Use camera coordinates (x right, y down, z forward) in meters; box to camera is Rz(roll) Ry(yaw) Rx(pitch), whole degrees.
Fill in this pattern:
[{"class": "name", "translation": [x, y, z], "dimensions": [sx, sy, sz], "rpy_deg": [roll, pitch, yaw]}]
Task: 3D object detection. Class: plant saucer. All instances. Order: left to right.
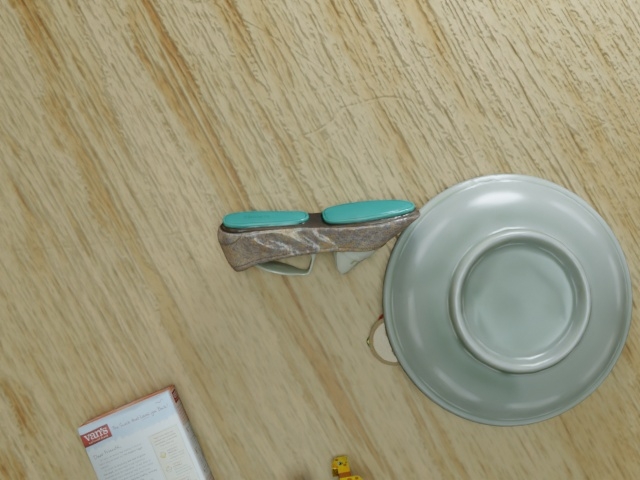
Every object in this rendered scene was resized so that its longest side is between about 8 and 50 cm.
[{"class": "plant saucer", "translation": [0.298, 0.092, 1.425], "dimensions": [0.400, 0.100, 0.401], "rpy_deg": [0, 88, -3]}]

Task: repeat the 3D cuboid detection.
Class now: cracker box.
[{"class": "cracker box", "translation": [-0.261, 0.364, 1.454], "dimensions": [0.155, 0.067, 0.232], "rpy_deg": [-22, 91, -1]}]

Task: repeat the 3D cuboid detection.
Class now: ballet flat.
[{"class": "ballet flat", "translation": [0.000, 0.000, 1.448], "dimensions": [0.316, 0.107, 0.106], "rpy_deg": [-4, 110, 5]}]

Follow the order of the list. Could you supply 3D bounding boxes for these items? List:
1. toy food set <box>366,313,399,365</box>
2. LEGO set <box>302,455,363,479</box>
[{"class": "toy food set", "translation": [0.118, 0.157, 1.475], "dimensions": [0.082, 0.020, 0.083], "rpy_deg": [43, 91, 0]}, {"class": "LEGO set", "translation": [0.017, 0.397, 1.452], "dimensions": [0.227, 0.093, 0.087], "rpy_deg": [-6, 121, -5]}]
